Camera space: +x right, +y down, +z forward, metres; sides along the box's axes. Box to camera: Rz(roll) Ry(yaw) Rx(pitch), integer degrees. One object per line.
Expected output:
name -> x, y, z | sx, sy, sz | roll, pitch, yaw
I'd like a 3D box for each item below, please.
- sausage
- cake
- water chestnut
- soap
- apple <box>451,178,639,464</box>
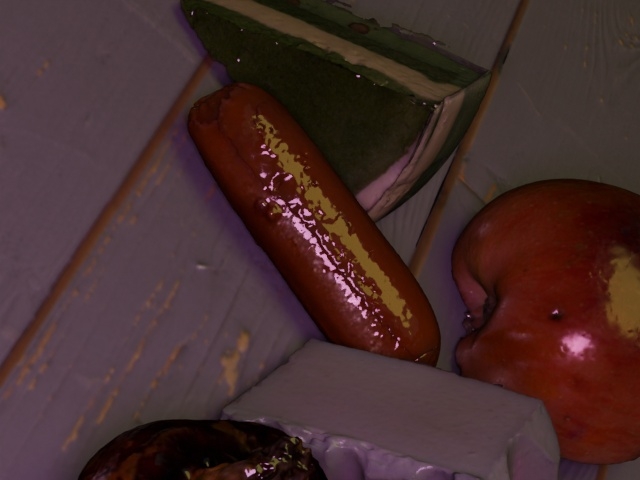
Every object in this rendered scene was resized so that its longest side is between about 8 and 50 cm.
sausage -> 0.000, 0.000, 1.547 | 0.330, 0.102, 0.102 | 54, 39, -2
cake -> -0.008, -0.128, 1.665 | 0.283, 0.172, 0.158 | 27, 28, 18
water chestnut -> -0.075, 0.220, 1.212 | 0.223, 0.238, 0.224 | 20, 45, -22
soap -> 0.061, 0.251, 1.470 | 0.159, 0.257, 0.302 | -49, 145, -51
apple -> 0.265, 0.049, 1.678 | 0.251, 0.163, 0.293 | 7, 51, -25
